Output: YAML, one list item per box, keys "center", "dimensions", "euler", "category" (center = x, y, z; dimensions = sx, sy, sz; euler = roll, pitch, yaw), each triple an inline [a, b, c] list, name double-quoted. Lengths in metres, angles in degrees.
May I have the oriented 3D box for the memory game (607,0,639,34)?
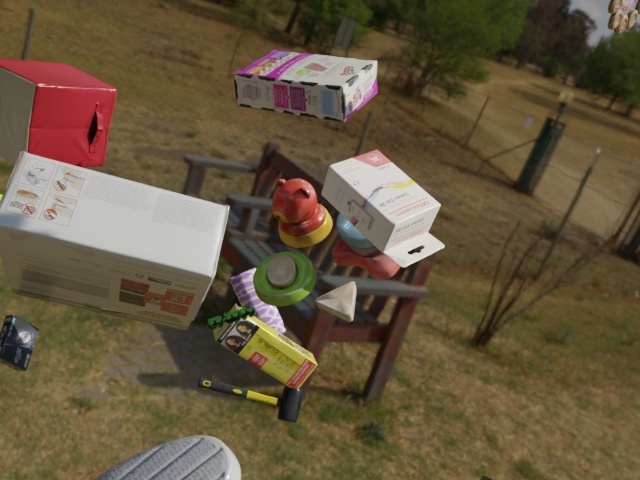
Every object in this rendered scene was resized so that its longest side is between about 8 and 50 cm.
- center: [0.562, -0.456, 1.197]
  dimensions: [0.012, 0.186, 0.186]
  euler: [33, 21, 33]
  category: "memory game"

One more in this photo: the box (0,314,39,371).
- center: [-0.545, 0.184, 1.212]
  dimensions: [0.018, 0.083, 0.067]
  euler: [-9, -34, 21]
  category: "box"

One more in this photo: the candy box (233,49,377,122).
- center: [-0.026, -0.301, 1.301]
  dimensions: [0.233, 0.071, 0.159]
  euler: [13, 36, 25]
  category: "candy box"

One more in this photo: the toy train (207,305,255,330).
- center: [-0.149, 0.128, 1.129]
  dimensions: [0.083, 0.017, 0.023]
  euler: [-19, 29, -6]
  category: "toy train"

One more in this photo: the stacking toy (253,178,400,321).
- center: [0.000, 0.000, 1.357]
  dimensions: [0.309, 0.130, 0.279]
  euler: [11, 50, 28]
  category: "stacking toy"

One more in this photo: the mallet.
- center: [-0.121, 0.266, 1.204]
  dimensions: [0.190, 0.062, 0.039]
  euler: [24, -24, -8]
  category: "mallet"

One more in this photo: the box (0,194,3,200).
- center: [-0.727, -0.042, 1.508]
  dimensions: [0.109, 0.042, 0.178]
  euler: [16, 30, -31]
  category: "box"

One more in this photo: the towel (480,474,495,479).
- center: [0.251, 0.328, 0.888]
  dimensions: [0.060, 0.009, 0.083]
  euler: [25, -14, -5]
  category: "towel"

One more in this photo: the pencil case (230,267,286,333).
- center: [-0.166, 0.175, 1.789]
  dimensions: [0.086, 0.088, 0.206]
  euler: [-19, 82, -32]
  category: "pencil case"

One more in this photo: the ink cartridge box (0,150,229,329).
- center: [-0.330, 0.018, 1.078]
  dimensions: [0.309, 0.272, 0.130]
  euler: [15, 61, -13]
  category: "ink cartridge box"

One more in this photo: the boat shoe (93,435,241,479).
- center: [-0.197, 0.314, 0.604]
  dimensions: [0.121, 0.335, 0.119]
  euler: [39, -15, 53]
  category: "boat shoe"

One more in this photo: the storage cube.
- center: [-0.579, -0.265, 1.422]
  dimensions: [0.215, 0.183, 0.193]
  euler: [27, 22, 27]
  category: "storage cube"

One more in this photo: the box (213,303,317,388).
- center: [-0.123, 0.242, 1.519]
  dimensions: [0.232, 0.087, 0.058]
  euler: [38, 5, -23]
  category: "box"

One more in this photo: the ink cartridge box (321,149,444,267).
- center: [0.110, -0.055, 1.098]
  dimensions: [0.115, 0.067, 0.198]
  euler: [-24, 57, -36]
  category: "ink cartridge box"
